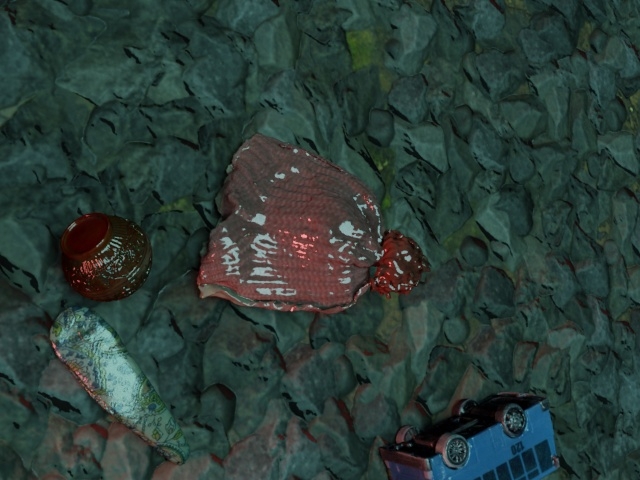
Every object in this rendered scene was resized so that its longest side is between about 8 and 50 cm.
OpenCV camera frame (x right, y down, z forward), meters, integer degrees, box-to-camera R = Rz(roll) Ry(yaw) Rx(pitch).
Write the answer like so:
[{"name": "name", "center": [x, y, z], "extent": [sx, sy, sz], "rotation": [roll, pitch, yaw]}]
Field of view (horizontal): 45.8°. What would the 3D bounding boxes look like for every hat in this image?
[{"name": "hat", "center": [0.000, 0.000, 0.971], "extent": [0.287, 0.107, 0.236], "rotation": [17, 73, -3]}]

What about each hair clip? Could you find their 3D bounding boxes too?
[{"name": "hair clip", "center": [-0.220, 0.170, 0.856], "extent": [0.066, 0.036, 0.229], "rotation": [-41, 104, -22]}]

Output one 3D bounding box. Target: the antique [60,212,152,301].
[{"name": "antique", "center": [-0.234, 0.020, 0.837], "extent": [0.104, 0.104, 0.104], "rotation": [5, 79, -30]}]

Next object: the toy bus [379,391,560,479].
[{"name": "toy bus", "center": [0.215, 0.301, 1.052], "extent": [0.234, 0.116, 0.133], "rotation": [-16, 91, -30]}]
